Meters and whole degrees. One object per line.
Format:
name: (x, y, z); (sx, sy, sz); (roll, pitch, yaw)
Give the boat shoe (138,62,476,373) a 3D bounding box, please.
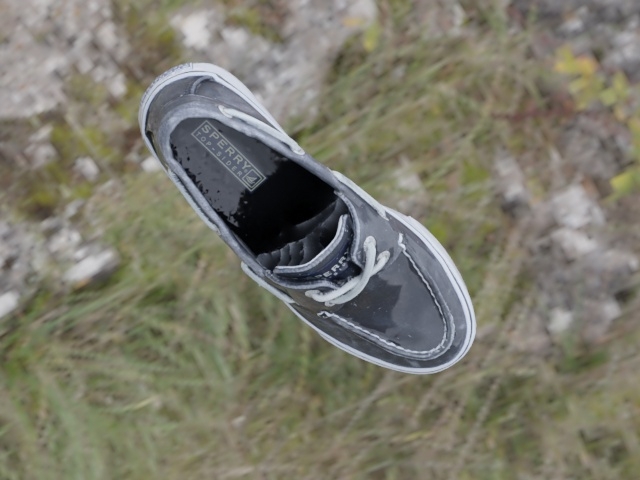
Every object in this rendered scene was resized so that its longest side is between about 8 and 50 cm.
boat shoe: (0.000, 0.000, 1.284); (0.301, 0.108, 0.102); (45, 7, -23)
